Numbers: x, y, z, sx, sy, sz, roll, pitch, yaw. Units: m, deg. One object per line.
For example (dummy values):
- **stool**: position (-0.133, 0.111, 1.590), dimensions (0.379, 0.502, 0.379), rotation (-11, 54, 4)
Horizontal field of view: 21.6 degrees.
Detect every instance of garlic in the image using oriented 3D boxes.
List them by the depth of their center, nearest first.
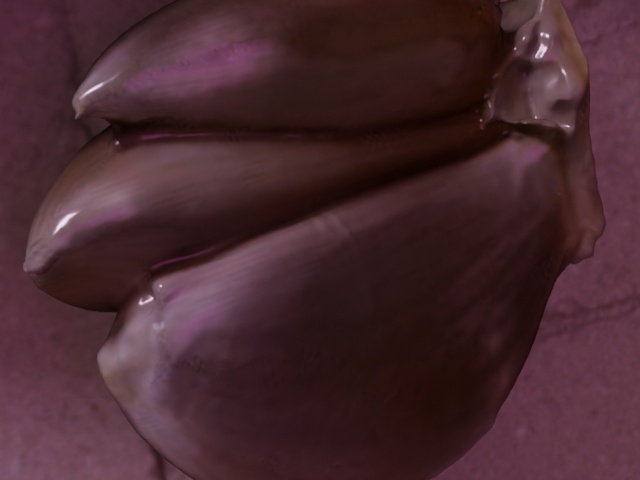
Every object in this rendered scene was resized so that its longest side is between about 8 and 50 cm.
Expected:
- **garlic**: position (0.001, 0.000, 0.832), dimensions (0.325, 0.132, 0.279), rotation (-21, 107, -23)
